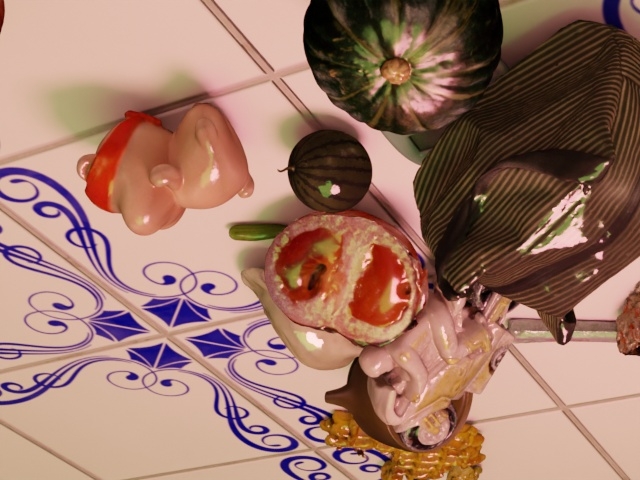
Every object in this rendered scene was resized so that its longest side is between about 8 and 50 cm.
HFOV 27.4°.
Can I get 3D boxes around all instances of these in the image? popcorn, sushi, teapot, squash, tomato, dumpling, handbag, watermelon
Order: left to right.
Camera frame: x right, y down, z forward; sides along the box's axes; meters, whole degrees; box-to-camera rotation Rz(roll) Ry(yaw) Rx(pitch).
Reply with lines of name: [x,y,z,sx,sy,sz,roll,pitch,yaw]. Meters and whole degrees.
squash: [-0.086,-0.012,1.853,0.089,0.027,0.027,-4,147,9]
dumpling: [-0.026,0.115,1.967,0.252,0.131,0.179,30,167,-21]
watermelon: [0.001,-0.087,1.641,0.133,0.105,0.105,4,153,-36]
tomato: [0.046,0.031,1.819,0.228,0.112,0.199,21,121,5]
squash: [0.086,-0.217,1.367,0.218,0.172,0.218,12,139,11]
teapot: [0.133,0.229,2.091,0.267,0.186,0.175,-9,-167,-32]
popcorn: [0.279,0.454,2.521,0.083,0.068,0.059,-16,-176,-32]
handbag: [0.273,-0.056,1.484,0.247,0.240,0.340,25,128,-30]
sushi: [0.491,0.115,1.930,0.078,0.090,0.150,8,146,-13]

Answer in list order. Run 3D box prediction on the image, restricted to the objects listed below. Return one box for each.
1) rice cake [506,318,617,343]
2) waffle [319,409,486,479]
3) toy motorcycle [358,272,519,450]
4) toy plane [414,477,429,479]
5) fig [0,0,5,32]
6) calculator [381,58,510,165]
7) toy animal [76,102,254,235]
rice cake: [0.392,0.141,2.033,0.207,0.033,0.033,0,138,4]
waffle: [0.163,0.374,2.396,0.259,0.069,0.293,-19,143,33]
toy motorcycle: [0.164,0.157,1.904,0.223,0.108,0.341,16,111,-33]
toy plane: [0.197,0.465,2.571,0.049,0.031,0.121,8,146,-23]
fig: [-0.431,-0.272,1.366,0.160,0.143,0.231,8,154,29]
calculator: [0.153,-0.162,1.574,0.184,0.042,0.295,-15,141,27]
toy animal: [-0.195,-0.088,1.624,0.197,0.171,0.171,-13,145,13]
